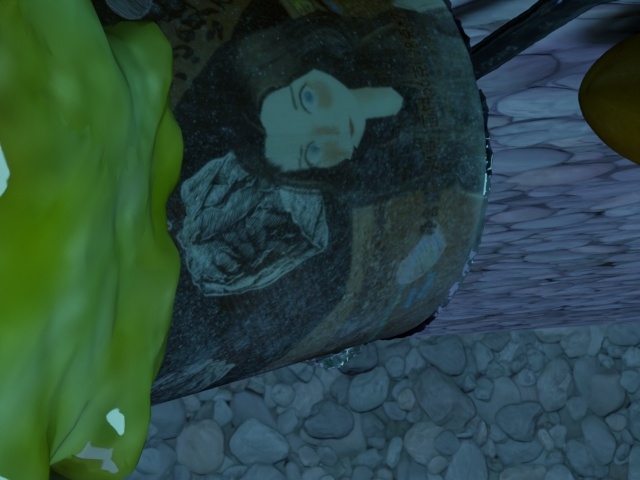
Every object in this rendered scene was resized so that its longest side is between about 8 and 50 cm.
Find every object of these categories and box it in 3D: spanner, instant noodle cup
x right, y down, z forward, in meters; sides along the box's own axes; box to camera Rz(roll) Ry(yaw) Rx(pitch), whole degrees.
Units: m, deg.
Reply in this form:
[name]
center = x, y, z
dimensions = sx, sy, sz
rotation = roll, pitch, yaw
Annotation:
[spanner]
center = 0.075, -0.087, 0.796
dimensions = 0.054, 0.015, 0.254
rotation = 3, 159, -35
[instant noodle cup]
center = -0.066, -0.030, 0.622
dimensions = 0.207, 0.217, 0.217
rotation = -8, 175, -35

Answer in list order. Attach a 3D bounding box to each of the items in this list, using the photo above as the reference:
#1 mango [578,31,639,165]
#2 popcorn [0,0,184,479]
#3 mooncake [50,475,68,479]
[mango]
center = 0.230, -0.076, 0.816
dimensions = 0.219, 0.112, 0.145
rotation = 3, 180, 43
[popcorn]
center = -0.159, -0.042, 0.387
dimensions = 0.250, 0.241, 0.235
rotation = 12, 178, 23
[mooncake]
center = -0.315, 0.078, 0.840
dimensions = 0.467, 0.262, 0.467
rotation = 4, -178, 0
